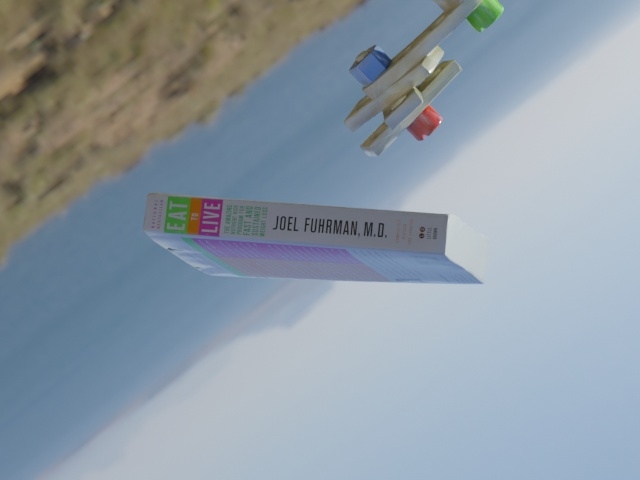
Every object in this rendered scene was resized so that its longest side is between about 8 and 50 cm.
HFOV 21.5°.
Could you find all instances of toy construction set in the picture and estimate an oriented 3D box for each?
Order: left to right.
[{"bbox_3d":[0.027,-0.228,1.320,0.215,0.327,0.151,-50,-153,-24],"label":"toy construction set"}]

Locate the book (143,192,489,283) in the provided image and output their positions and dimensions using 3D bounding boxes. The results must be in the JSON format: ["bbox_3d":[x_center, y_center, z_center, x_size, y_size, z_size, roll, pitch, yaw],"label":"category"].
[{"bbox_3d":[0.000,0.000,0.802,0.144,0.035,0.096,5,173,17],"label":"book"}]
